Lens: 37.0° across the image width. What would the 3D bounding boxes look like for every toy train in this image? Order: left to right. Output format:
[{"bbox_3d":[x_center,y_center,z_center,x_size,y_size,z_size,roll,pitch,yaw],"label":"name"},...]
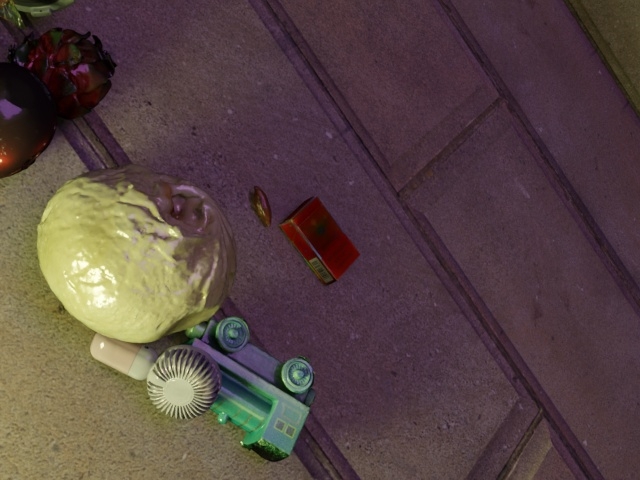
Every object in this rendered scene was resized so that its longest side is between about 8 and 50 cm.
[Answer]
[{"bbox_3d":[-0.149,0.275,1.827,0.298,0.120,0.194,35,62,-18],"label":"toy train"}]

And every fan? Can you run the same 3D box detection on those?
[{"bbox_3d":[-0.294,0.227,1.706,0.244,0.130,0.074,28,20,-3],"label":"fan"}]

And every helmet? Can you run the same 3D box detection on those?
[{"bbox_3d":[-0.564,-0.206,1.652,0.216,0.193,0.189,-36,96,-2],"label":"helmet"}]

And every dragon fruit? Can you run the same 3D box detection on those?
[{"bbox_3d":[-0.479,-0.310,1.776,0.188,0.182,0.182,-9,73,-4],"label":"dragon fruit"}]

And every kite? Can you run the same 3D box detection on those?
[{"bbox_3d":[-0.618,-0.453,1.717,0.232,0.189,0.009,32,44,6],"label":"kite"}]

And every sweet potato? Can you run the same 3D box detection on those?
[{"bbox_3d":[-0.126,-0.074,2.073,0.034,0.034,0.095,-19,95,-45],"label":"sweet potato"}]

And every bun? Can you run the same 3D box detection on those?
[{"bbox_3d":[-0.309,0.002,1.690,0.352,0.227,0.349,34,35,-4],"label":"bun"}]

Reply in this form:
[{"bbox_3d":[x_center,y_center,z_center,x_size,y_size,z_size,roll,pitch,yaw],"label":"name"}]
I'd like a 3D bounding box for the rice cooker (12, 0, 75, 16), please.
[{"bbox_3d":[-0.542,-0.570,1.790,0.280,0.241,0.227,12,62,-18],"label":"rice cooker"}]

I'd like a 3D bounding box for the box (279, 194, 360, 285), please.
[{"bbox_3d":[-0.001,0.000,2.135,0.175,0.048,0.112,54,47,-9],"label":"box"}]
